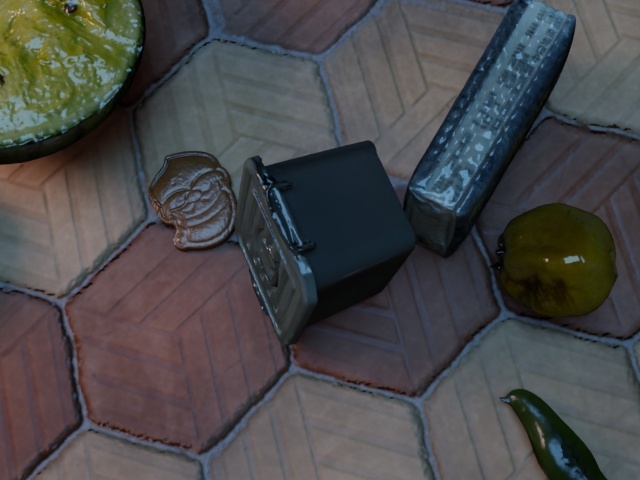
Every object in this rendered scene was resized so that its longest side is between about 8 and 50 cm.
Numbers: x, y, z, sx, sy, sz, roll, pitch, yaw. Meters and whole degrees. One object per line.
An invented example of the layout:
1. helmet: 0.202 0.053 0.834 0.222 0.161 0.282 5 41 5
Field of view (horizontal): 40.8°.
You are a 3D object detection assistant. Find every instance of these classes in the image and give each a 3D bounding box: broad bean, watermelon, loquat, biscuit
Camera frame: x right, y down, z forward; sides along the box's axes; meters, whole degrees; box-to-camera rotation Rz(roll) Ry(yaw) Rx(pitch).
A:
1. broad bean: 0.300 0.279 0.922 0.060 0.043 0.297 -37 77 -18
2. watermelon: -0.371 -0.231 1.020 0.330 0.189 0.331 4 74 -14
3. loquat: 0.261 0.023 0.959 0.137 0.113 0.137 -3 82 24
4. biscuit: -0.153 -0.050 1.044 0.102 0.019 0.130 -23 74 -5

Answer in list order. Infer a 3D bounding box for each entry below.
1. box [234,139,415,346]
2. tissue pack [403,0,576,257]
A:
1. box: 0.000 0.000 0.920 0.135 0.243 0.163 -20 74 -15
2. tissue pack: 0.184 -0.119 0.959 0.081 0.185 0.257 29 78 10
